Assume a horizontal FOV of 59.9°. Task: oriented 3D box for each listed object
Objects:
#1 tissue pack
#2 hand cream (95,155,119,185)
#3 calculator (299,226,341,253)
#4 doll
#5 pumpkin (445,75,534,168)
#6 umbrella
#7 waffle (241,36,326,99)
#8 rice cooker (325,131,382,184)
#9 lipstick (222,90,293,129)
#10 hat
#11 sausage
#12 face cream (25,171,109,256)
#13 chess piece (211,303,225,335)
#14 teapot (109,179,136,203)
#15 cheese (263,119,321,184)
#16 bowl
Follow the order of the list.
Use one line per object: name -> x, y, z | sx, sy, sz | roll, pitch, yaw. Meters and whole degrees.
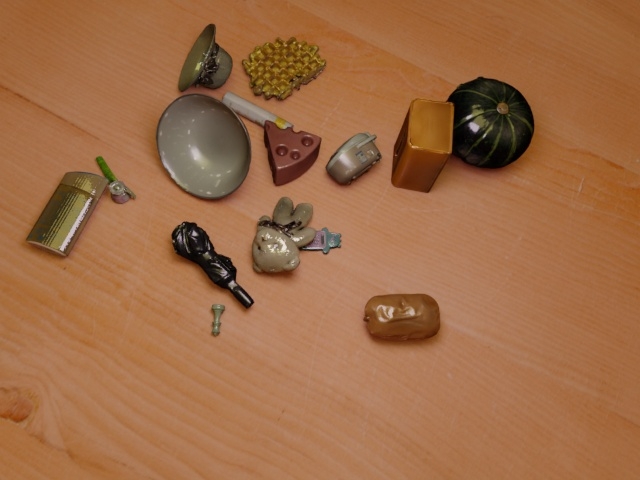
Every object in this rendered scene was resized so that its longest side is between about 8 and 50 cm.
tissue pack -> 0.332, -0.307, 1.841 | 0.145, 0.274, 0.194 | 7, 67, -2
hand cream -> -0.705, -0.226, 1.836 | 0.036, 0.023, 0.122 | -35, 76, 4
calculator -> 0.000, 0.000, 1.822 | 0.141, 0.019, 0.094 | 0, 66, -6
doll -> -0.123, -0.032, 1.765 | 0.175, 0.149, 0.278 | -7, 48, 33
pumpkin -> 0.569, -0.401, 1.910 | 0.323, 0.241, 0.323 | 7, 68, -19
umbrella -> -0.329, 0.078, 1.715 | 0.118, 0.118, 0.340 | -40, 81, -18
waffle -> -0.133, -0.625, 2.034 | 0.310, 0.065, 0.283 | 1, 66, -2
rice cooker -> 0.114, -0.277, 1.878 | 0.206, 0.145, 0.127 | -33, 87, -20
lipstick -> -0.221, -0.442, 1.953 | 0.264, 0.059, 0.059 | 29, 68, 6
hat -> -0.382, -0.613, 1.952 | 0.130, 0.257, 0.257 | 22, 64, -31
sausage -> 0.249, 0.231, 1.700 | 0.241, 0.120, 0.136 | 3, 57, -4
face cream -> -0.793, -0.096, 1.752 | 0.139, 0.067, 0.285 | 20, 68, 1
chess piece -> -0.313, 0.241, 1.683 | 0.042, 0.042, 0.093 | 4, 73, -4
teapot -> -0.640, -0.157, 1.793 | 0.083, 0.064, 0.064 | 13, 69, 0
cheese -> -0.087, -0.304, 1.883 | 0.177, 0.128, 0.202 | -9, 65, -11
bowl -> -0.347, -0.316, 1.810 | 0.337, 0.337, 0.157 | 30, 28, 6
